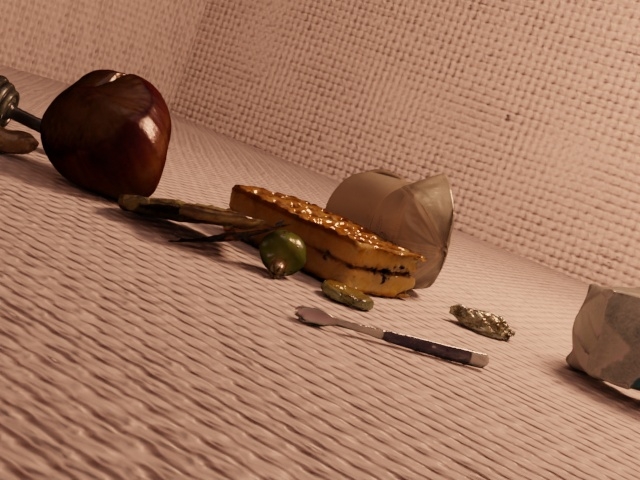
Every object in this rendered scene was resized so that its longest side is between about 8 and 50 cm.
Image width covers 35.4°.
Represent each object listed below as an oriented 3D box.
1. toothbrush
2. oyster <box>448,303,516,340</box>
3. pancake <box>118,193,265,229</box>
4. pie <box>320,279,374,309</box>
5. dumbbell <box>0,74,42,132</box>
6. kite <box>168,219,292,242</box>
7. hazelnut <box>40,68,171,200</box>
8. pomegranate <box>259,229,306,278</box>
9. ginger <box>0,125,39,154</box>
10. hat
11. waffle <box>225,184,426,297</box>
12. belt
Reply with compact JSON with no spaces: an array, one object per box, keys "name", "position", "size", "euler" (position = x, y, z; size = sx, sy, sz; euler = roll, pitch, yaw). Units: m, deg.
[{"name":"toothbrush","position":[0.096,0.127,1.301],"size":[0.288,0.024,0.026],"euler":[16,-6,-22]},{"name":"oyster","position":[0.274,0.132,1.669],"size":[0.098,0.037,0.100],"euler":[25,9,30]},{"name":"pancake","position":[-0.196,-0.042,1.542],"size":[0.235,0.029,0.212],"euler":[7,-3,36]},{"name":"pie","position":[0.040,0.082,1.487],"size":[0.084,0.020,0.084],"euler":[22,8,-3]},{"name":"dumbbell","position":[-0.539,-0.223,1.890],"size":[0.254,0.110,0.110],"euler":[25,7,-3]},{"name":"kite","position":[-0.132,-0.012,1.473],"size":[0.182,0.010,0.160],"euler":[-7,-7,-2]},{"name":"hazelnut","position":[-0.345,-0.166,1.664],"size":[0.217,0.217,0.251],"euler":[14,19,-38]},{"name":"pomegranate","position":[-0.055,0.026,1.496],"size":[0.073,0.085,0.073],"euler":[-4,-30,-2]},{"name":"ginger","position":[-0.609,-0.206,1.723],"size":[0.258,0.065,0.149],"euler":[16,6,-13]},{"name":"hat","position":[0.115,-0.024,1.794],"size":[0.225,0.220,0.164],"euler":[11,14,1]},{"name":"waffle","position":[0.000,0.001,1.707],"size":[0.308,0.091,0.212],"euler":[27,10,37]},{"name":"belt","position":[0.593,0.183,1.633],"size":[0.436,0.173,0.300],"euler":[19,-2,-36]}]
